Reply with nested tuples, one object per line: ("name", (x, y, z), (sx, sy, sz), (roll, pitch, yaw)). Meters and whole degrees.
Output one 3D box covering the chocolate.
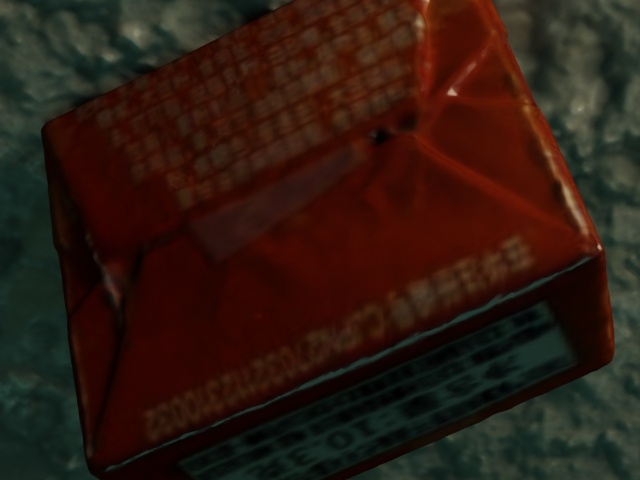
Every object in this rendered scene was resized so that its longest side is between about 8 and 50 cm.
("chocolate", (0.000, 0.000, 0.832), (0.237, 0.235, 0.108), (-24, 134, 6))
